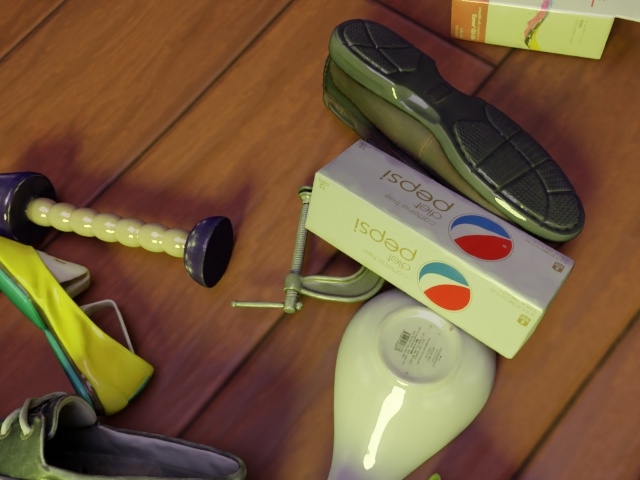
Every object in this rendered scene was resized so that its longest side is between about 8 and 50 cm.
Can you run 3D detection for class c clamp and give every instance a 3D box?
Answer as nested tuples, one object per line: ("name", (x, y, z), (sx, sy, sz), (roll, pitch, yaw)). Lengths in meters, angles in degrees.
("c clamp", (0.000, 0.000, 0.602), (0.137, 0.022, 0.161), (8, 60, 12))

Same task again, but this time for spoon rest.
("spoon rest", (0.049, 0.154, 0.522), (0.137, 0.084, 0.276), (26, 61, 17))

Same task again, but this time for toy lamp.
("toy lamp", (-0.227, -0.016, 0.628), (0.274, 0.080, 0.080), (14, 71, 12))

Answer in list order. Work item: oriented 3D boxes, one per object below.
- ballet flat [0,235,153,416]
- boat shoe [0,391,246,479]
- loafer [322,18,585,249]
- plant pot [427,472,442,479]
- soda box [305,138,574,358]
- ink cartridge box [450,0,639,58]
("ballet flat", (-0.244, 0.067, 0.606), (0.077, 0.077, 0.231), (-34, 68, -28))
("boat shoe", (-0.213, 0.179, 0.511), (0.335, 0.121, 0.119), (12, 97, 4))
("loafer", (0.115, -0.091, 0.608), (0.109, 0.095, 0.302), (-29, 67, -36))
("plant pot", (0.110, 0.233, 0.475), (0.079, 0.083, 0.083), (23, 73, 4))
("soda box", (0.095, 0.002, 0.539), (0.216, 0.069, 0.074), (33, 48, 19))
("ink cartridge box", (0.247, -0.260, 0.653), (0.198, 0.067, 0.115), (15, 71, 16))
